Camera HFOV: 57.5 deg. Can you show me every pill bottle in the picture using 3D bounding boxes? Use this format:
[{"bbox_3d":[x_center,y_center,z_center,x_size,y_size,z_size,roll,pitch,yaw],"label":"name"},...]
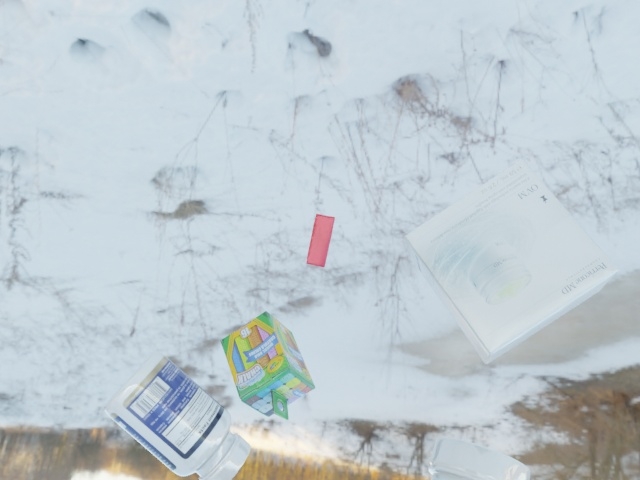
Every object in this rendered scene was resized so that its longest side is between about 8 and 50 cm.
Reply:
[{"bbox_3d":[0.254,0.590,1.079,0.224,0.392,0.224,18,155,9],"label":"pill bottle"},{"bbox_3d":[-0.170,0.224,0.715,0.169,0.094,0.094,44,149,-5],"label":"pill bottle"}]

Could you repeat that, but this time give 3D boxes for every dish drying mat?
[{"bbox_3d":[0.000,0.000,0.942,0.032,0.083,0.008,12,179,10],"label":"dish drying mat"}]

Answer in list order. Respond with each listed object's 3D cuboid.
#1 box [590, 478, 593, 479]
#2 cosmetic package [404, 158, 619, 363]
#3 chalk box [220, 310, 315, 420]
[{"bbox_3d":[0.511,0.552,1.194,0.137,0.027,0.094,-34,139,-7],"label":"box"},{"bbox_3d":[0.291,0.037,0.926,0.224,0.224,0.138,-34,159,1],"label":"cosmetic package"},{"bbox_3d":[-0.148,0.395,1.749,0.179,0.289,0.180,-34,140,4],"label":"chalk box"}]
